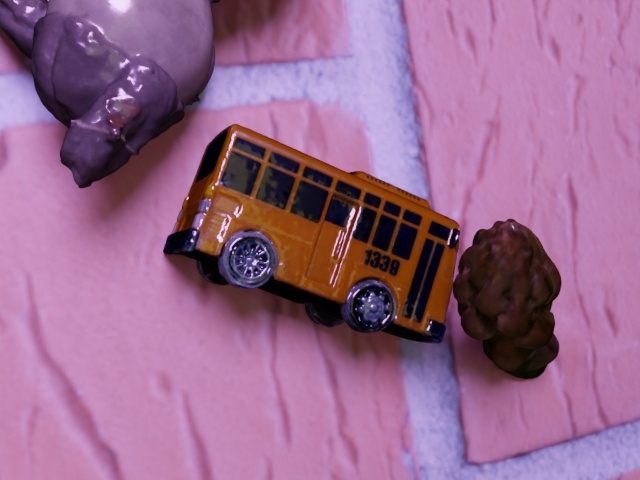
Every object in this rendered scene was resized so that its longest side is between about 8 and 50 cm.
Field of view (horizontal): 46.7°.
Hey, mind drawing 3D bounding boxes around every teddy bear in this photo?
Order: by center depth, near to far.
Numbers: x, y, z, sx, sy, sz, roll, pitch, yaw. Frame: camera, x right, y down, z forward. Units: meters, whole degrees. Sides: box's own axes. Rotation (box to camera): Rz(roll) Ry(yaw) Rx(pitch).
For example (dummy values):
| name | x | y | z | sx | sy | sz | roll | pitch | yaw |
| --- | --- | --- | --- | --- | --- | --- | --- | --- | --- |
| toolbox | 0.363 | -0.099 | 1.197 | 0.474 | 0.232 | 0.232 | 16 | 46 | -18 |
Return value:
| name | x | y | z | sx | sy | sz | roll | pitch | yaw |
| --- | --- | --- | --- | --- | --- | --- | --- | --- | --- |
| teddy bear | -0.123 | -0.166 | 0.494 | 0.171 | 0.144 | 0.251 | 32 | 92 | 17 |

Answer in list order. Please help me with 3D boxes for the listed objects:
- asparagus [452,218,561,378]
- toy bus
| name | x | y | z | sx | sy | sz | roll | pitch | yaw |
| --- | --- | --- | --- | --- | --- | --- | --- | --- | --- |
| asparagus | 0.139 | 0.050 | 0.553 | 0.080 | 0.287 | 0.080 | -5 | 67 | 12 |
| toy bus | 0.000 | 0.000 | 0.546 | 0.201 | 0.098 | 0.114 | 22 | 80 | -18 |
